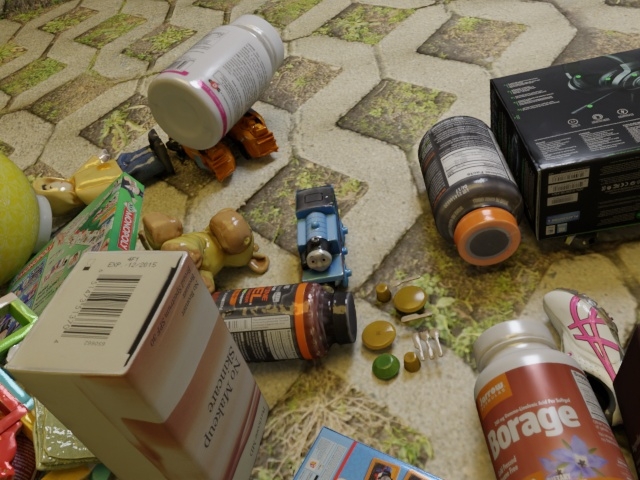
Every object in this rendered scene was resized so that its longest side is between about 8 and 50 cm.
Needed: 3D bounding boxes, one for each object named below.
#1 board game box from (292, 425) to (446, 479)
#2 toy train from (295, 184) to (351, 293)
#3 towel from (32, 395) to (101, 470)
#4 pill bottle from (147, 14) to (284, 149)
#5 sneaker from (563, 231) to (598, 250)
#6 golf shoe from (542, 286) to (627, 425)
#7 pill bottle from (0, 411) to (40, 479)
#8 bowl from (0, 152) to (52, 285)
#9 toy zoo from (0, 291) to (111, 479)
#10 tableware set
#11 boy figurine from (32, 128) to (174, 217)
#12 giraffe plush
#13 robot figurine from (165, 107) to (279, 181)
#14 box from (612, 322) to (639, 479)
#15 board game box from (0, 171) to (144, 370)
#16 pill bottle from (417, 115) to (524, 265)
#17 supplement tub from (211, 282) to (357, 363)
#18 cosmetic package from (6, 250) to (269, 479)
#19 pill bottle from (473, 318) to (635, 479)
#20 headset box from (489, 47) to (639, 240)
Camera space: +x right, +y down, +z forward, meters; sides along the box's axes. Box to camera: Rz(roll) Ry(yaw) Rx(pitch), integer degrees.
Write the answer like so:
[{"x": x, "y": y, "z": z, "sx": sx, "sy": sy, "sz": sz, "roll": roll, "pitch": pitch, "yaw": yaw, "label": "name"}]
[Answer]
[{"x": 0.056, "y": 0.304, "z": 0.584, "sx": 0.212, "sy": 0.039, "sz": 0.160, "roll": 13, "pitch": 50, "yaw": 31, "label": "board game box"}, {"x": 0.000, "y": 0.000, "z": 0.881, "sx": 0.080, "sy": 0.105, "sz": 0.184, "roll": -10, "pitch": 42, "yaw": 8, "label": "toy train"}, {"x": -0.282, "y": 0.229, "z": 0.717, "sx": 0.148, "sy": 0.027, "sz": 0.110, "roll": 4, "pitch": 49, "yaw": -31, "label": "towel"}, {"x": -0.195, "y": -0.322, "z": 1.126, "sx": 0.160, "sy": 0.160, "sz": 0.283, "roll": 11, "pitch": 48, "yaw": 28, "label": "pill bottle"}, {"x": 0.389, "y": -0.012, "z": 0.826, "sx": 0.083, "sy": 0.031, "sz": 0.035, "roll": -37, "pitch": 66, "yaw": -23, "label": "sneaker"}, {"x": 0.312, "y": 0.129, "z": 0.666, "sx": 0.086, "sy": 0.067, "sz": 0.186, "roll": -23, "pitch": 42, "yaw": -4, "label": "golf shoe"}, {"x": -0.401, "y": 0.295, "z": 0.711, "sx": 0.086, "sy": 0.086, "sz": 0.152, "roll": -9, "pitch": 42, "yaw": 9, "label": "pill bottle"}, {"x": -0.603, "y": -0.036, "z": 1.059, "sx": 0.156, "sy": 0.289, "sz": 0.289, "roll": 3, "pitch": 20, "yaw": -47, "label": "bowl"}, {"x": -0.375, "y": 0.214, "z": 0.715, "sx": 0.293, "sy": 0.030, "sz": 0.192, "roll": 41, "pitch": 41, "yaw": 8, "label": "toy zoo"}, {"x": 0.107, "y": 0.118, "z": 0.783, "sx": 0.104, "sy": 0.024, "sz": 0.154, "roll": -16, "pitch": 43, "yaw": 7, "label": "tableware set"}, {"x": -0.461, "y": -0.138, "z": 1.198, "sx": 0.285, "sy": 0.092, "sz": 0.177, "roll": -24, "pitch": 44, "yaw": -12, "label": "boy figurine"}, {"x": -0.175, "y": 0.018, "z": 0.907, "sx": 0.170, "sy": 0.181, "sz": 0.210, "roll": -25, "pitch": 6, "yaw": -24, "label": "giraffe plush"}, {"x": -0.220, "y": -0.238, "z": 1.226, "sx": 0.211, "sy": 0.085, "sz": 0.291, "roll": -31, "pitch": 43, "yaw": -16, "label": "robot figurine"}, {"x": 0.376, "y": 0.251, "z": 0.425, "sx": 0.191, "sy": 0.143, "sz": 0.381, "roll": -5, "pitch": 49, "yaw": 12, "label": "box"}, {"x": -0.406, "y": 0.056, "z": 0.897, "sx": 0.317, "sy": 0.046, "sz": 0.213, "roll": -37, "pitch": 36, "yaw": 20, "label": "board game box"}, {"x": 0.229, "y": -0.075, "z": 0.868, "sx": 0.130, "sy": 0.130, "sz": 0.245, "roll": -10, "pitch": 42, "yaw": 8, "label": "pill bottle"}, {"x": -0.052, "y": 0.113, "z": 0.779, "sx": 0.198, "sy": 0.106, "sz": 0.106, "roll": -6, "pitch": 43, "yaw": 11, "label": "supplement tub"}, {"x": -0.170, "y": 0.164, "z": 0.619, "sx": 0.129, "sy": 0.296, "sz": 0.153, "roll": 0, "pitch": 46, "yaw": 17, "label": "cosmetic package"}, {"x": 0.229, "y": 0.192, "z": 0.586, "sx": 0.121, "sy": 0.121, "sz": 0.216, "roll": -12, "pitch": 42, "yaw": 6, "label": "pill bottle"}, {"x": 0.404, "y": -0.158, "z": 0.850, "sx": 0.246, "sy": 0.131, "sz": 0.283, "roll": -11, "pitch": 42, "yaw": 7, "label": "headset box"}]
